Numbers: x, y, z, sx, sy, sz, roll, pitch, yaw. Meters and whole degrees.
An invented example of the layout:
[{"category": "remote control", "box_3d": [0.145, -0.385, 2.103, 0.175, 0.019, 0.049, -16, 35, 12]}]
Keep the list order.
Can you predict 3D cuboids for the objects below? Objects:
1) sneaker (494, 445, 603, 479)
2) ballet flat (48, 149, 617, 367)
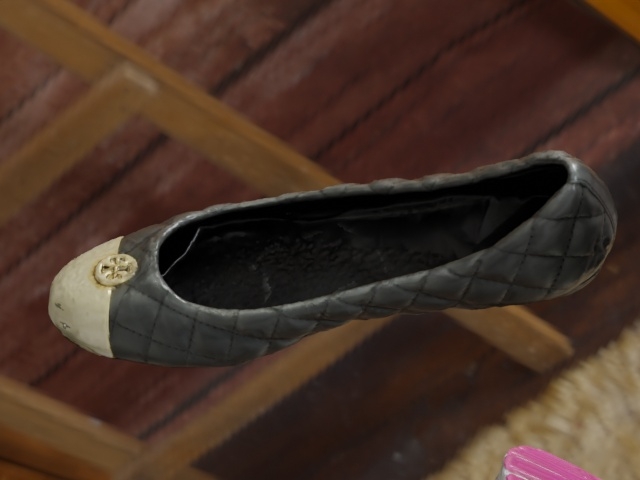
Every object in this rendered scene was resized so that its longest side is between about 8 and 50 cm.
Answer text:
[{"category": "sneaker", "box_3d": [0.114, 0.205, 0.992, 0.111, 0.103, 0.252, -61, 1, 28]}, {"category": "ballet flat", "box_3d": [0.000, 0.000, 0.544, 0.173, 0.049, 0.057, -10, 51, 11]}]
